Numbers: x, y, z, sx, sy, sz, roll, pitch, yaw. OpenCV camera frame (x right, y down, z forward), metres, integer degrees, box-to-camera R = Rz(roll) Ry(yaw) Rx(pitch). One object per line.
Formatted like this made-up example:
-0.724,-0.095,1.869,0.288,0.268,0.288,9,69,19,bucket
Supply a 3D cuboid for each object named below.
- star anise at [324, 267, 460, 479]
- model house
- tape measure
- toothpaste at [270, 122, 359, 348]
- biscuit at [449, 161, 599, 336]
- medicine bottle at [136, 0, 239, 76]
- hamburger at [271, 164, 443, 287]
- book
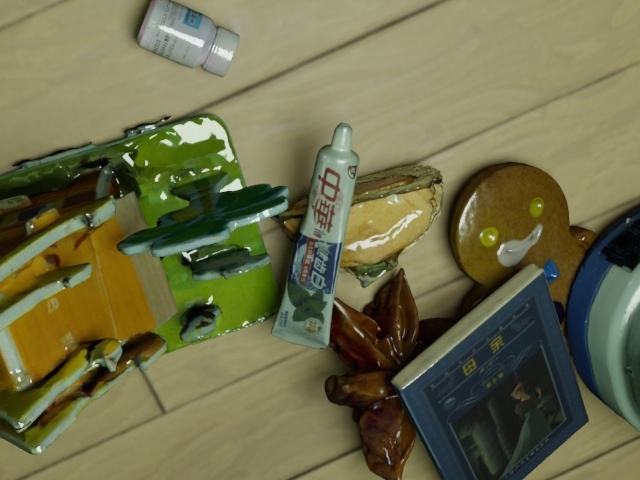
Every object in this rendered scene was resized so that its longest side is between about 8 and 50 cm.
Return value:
0.067,0.137,0.971,0.196,0.111,0.212,36,75,-49,star anise
-0.186,0.060,0.805,0.358,0.313,0.242,-17,111,-6,model house
0.399,0.083,0.981,0.262,0.138,0.259,-23,109,-15,tape measure
0.000,0.000,0.876,0.060,0.038,0.233,17,114,11,toothpaste
0.220,0.027,0.991,0.180,0.039,0.236,-34,113,-11,biscuit
-0.125,-0.192,0.875,0.089,0.052,0.052,21,101,-16,medicine bottle
0.043,-0.013,0.943,0.176,0.087,0.102,-16,117,-2,hamburger
0.190,0.172,0.981,0.191,0.025,0.269,-38,131,-13,book
